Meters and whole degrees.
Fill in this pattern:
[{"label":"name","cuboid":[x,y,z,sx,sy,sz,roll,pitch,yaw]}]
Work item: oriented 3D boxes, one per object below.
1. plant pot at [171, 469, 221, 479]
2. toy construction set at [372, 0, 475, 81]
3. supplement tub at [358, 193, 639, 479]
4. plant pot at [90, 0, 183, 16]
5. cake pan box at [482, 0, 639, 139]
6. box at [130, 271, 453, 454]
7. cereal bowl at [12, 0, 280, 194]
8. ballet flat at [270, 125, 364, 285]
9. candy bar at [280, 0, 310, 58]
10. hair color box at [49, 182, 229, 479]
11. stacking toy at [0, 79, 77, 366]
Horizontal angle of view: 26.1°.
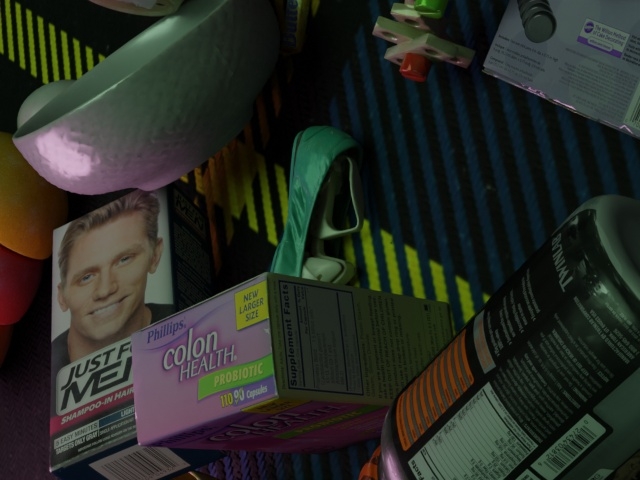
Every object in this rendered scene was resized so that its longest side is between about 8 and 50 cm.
[{"label":"plant pot","cuboid":[-0.122,0.321,1.536,0.134,0.095,0.134,-13,73,47]},{"label":"toy construction set","cuboid":[0.122,-0.318,1.320,0.215,0.151,0.327,9,91,53]},{"label":"supplement tub","cuboid":[0.191,0.142,1.134,0.338,0.207,0.207,-50,49,30]},{"label":"plant pot","cuboid":[-0.206,-0.419,1.654,0.256,0.256,0.274,0,76,49]},{"label":"cake pan box","cuboid":[0.289,-0.220,1.211,0.267,0.070,0.245,32,108,47]},{"label":"box","cuboid":[-0.024,0.130,1.354,0.213,0.243,0.117,-24,64,43]},{"label":"cereal bowl","cuboid":[-0.180,-0.160,1.599,0.339,0.141,0.339,-32,17,11]},{"label":"ballet flat","cuboid":[0.000,0.000,1.484,0.087,0.083,0.247,9,90,35]},{"label":"candy bar","cuboid":[-0.025,-0.291,1.621,0.040,0.018,0.161,3,83,49]},{"label":"hair color box","cuboid":[-0.213,0.109,1.583,0.174,0.105,0.347,-24,47,17]},{"label":"stacking toy","cuboid":[-0.468,-0.034,1.919,0.480,0.350,0.350,-48,47,7]}]
